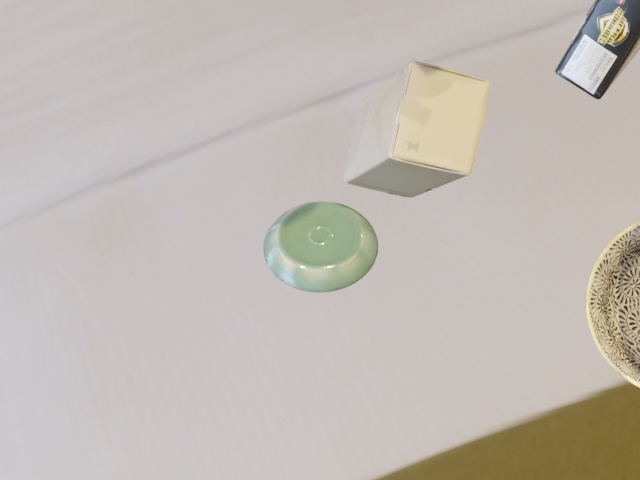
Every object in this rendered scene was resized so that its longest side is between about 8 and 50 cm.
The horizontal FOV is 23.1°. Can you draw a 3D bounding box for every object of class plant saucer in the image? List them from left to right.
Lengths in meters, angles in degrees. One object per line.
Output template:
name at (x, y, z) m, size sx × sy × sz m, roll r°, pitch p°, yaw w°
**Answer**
plant saucer at (0.000, 0.000, 1.615) m, size 0.119 × 0.021 × 0.119 m, roll -1°, pitch 51°, yaw 1°

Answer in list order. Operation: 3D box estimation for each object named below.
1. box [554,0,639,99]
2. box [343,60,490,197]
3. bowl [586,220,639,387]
box at (0.299, -0.240, 1.385) m, size 0.051 × 0.175 × 0.220 m, roll 34°, pitch 38°, yaw 8°
box at (0.103, -0.119, 1.769) m, size 0.094 × 0.113 × 0.275 m, roll 13°, pitch -4°, yaw -9°
bowl at (0.330, 0.063, 1.457) m, size 0.170 × 0.080 × 0.170 m, roll -1°, pitch 82°, yaw 5°
